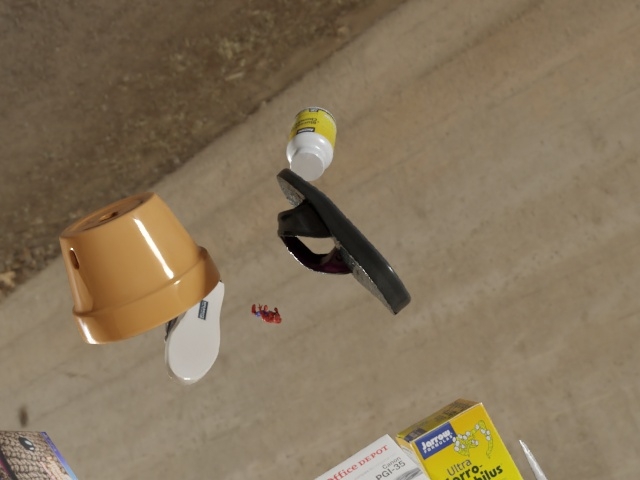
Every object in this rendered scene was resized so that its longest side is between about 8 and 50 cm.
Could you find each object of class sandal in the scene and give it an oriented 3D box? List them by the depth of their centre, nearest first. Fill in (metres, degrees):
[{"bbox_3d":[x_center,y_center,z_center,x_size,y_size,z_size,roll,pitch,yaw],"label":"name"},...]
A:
[{"bbox_3d":[-0.001,-0.001,1.581,0.107,0.446,0.167,-38,124,-4],"label":"sandal"}]

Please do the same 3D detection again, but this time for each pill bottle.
[{"bbox_3d":[-0.020,-0.212,2.024,0.103,0.184,0.103,3,126,4],"label":"pill bottle"}]

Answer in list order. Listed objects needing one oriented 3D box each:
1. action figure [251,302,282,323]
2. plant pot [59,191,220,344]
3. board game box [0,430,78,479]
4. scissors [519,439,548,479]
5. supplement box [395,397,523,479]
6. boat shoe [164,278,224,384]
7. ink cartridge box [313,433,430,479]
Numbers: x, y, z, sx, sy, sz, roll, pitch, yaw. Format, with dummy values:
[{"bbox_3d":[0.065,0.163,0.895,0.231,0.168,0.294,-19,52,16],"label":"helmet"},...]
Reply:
[{"bbox_3d":[-0.095,0.133,1.650,0.038,0.030,0.115,11,-176,-21],"label":"action figure"},{"bbox_3d":[-0.362,0.038,1.738,0.291,0.203,0.291,-20,-163,6],"label":"plant pot"},{"bbox_3d":[-0.738,0.591,2.195,0.141,0.232,0.291,-45,159,5],"label":"board game box"},{"bbox_3d":[0.436,0.509,1.666,0.109,0.297,0.021,-43,177,-6],"label":"scissors"},{"bbox_3d":[0.357,0.576,2.138,0.195,0.356,0.194,-28,177,-9],"label":"supplement box"},{"bbox_3d":[-0.323,0.238,2.210,0.127,0.340,0.158,27,130,-14],"label":"boat shoe"},{"bbox_3d":[0.141,0.568,1.866,0.207,0.283,0.117,-27,136,-23],"label":"ink cartridge box"}]
